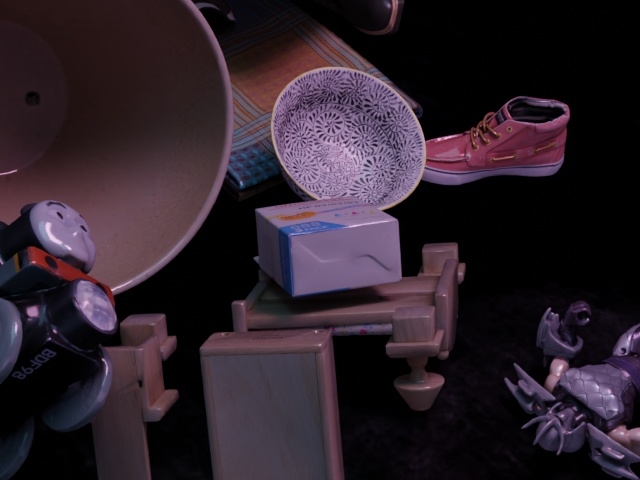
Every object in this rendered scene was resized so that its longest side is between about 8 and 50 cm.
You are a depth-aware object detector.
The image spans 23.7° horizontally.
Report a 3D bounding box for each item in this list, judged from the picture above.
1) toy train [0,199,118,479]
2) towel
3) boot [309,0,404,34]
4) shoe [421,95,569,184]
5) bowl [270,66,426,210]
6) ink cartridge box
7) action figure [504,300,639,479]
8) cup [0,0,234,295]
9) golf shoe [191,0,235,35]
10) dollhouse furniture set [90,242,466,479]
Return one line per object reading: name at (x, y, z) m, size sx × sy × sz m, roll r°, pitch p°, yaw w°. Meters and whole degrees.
toy train at (-0.304, 0.103, 1.245) m, size 0.334 × 0.142 × 0.190 m, roll -36°, pitch 49°, yaw 22°
towel at (-0.099, -0.202, 1.760) m, size 0.271 × 0.040 × 0.370 m, roll -27°, pitch 51°, yaw -29°
boot at (-0.002, -0.298, 1.814) m, size 0.137 × 0.077 × 0.198 m, roll 2°, pitch 22°, yaw -33°
shoe at (0.182, -0.112, 1.654) m, size 0.178 × 0.081 × 0.063 m, roll -3°, pitch 43°, yaw -8°
bowl at (0.017, -0.090, 1.600) m, size 0.170 × 0.080 × 0.170 m, roll 9°, pitch 63°, yaw -17°
ink cartridge box at (0.000, 0.000, 1.438) m, size 0.104 × 0.061 × 0.181 m, roll -8°, pitch 12°, yaw -13°
action figure at (0.295, 0.115, 1.409) m, size 0.285 × 0.099 × 0.185 m, roll -29°, pitch 58°, yaw -27°
cup at (-0.284, -0.124, 1.497) m, size 0.331 × 0.331 × 0.237 m, roll -23°, pitch 23°, yaw -27°
golf shoe at (-0.186, -0.241, 1.713) m, size 0.198 × 0.077 × 0.094 m, roll -27°, pitch 53°, yaw -27°
dollhouse furniture set at (-0.025, 0.129, 1.410) m, size 0.303 × 0.174 × 0.355 m, roll -2°, pitch 12°, yaw 11°
